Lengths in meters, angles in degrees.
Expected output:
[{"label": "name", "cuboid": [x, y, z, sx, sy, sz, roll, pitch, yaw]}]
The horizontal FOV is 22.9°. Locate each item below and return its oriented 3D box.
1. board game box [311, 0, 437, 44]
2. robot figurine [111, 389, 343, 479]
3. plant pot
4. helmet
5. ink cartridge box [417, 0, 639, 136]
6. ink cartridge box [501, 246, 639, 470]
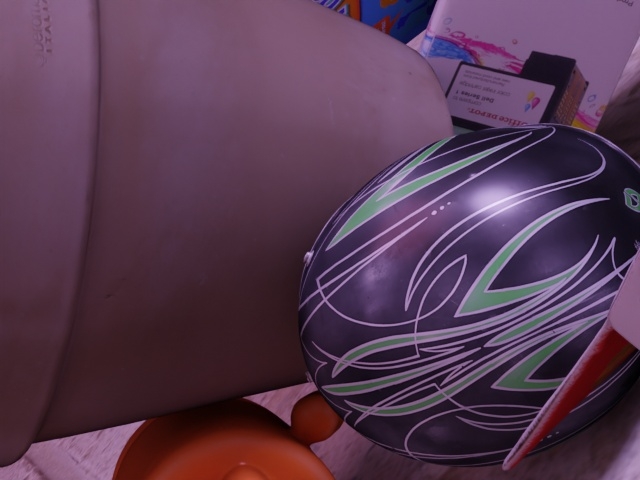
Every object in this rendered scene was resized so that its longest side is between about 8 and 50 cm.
[{"label": "board game box", "cuboid": [0.029, -0.180, 1.031, 0.210, 0.047, 0.160, -39, -26, -23]}, {"label": "robot figurine", "cuboid": [-0.053, 0.156, 0.902, 0.219, 0.128, 0.158, -159, 79, -77]}, {"label": "plant pot", "cuboid": [-0.088, -0.033, 0.876, 0.323, 0.280, 0.323, -176, 90, -68]}, {"label": "helmet", "cuboid": [0.076, 0.028, 0.746, 0.161, 0.169, 0.169, -35, -2, -45]}, {"label": "ink cartridge box", "cuboid": [0.134, -0.144, 0.977, 0.201, 0.117, 0.278, -65, -4, -56]}, {"label": "ink cartridge box", "cuboid": [0.208, -0.042, 0.562, 0.296, 0.066, 0.261, -39, -20, -29]}]
